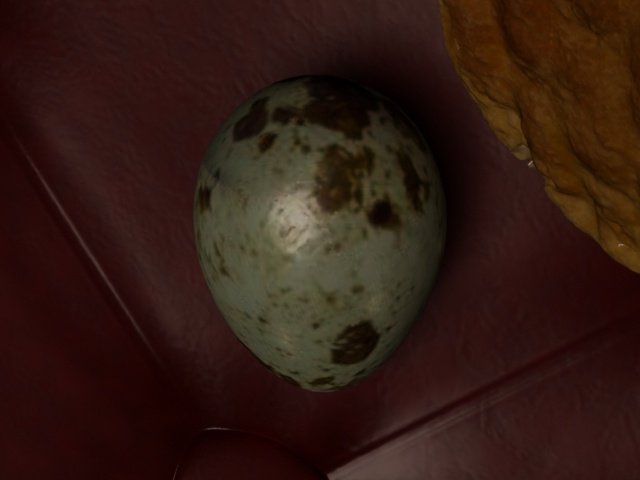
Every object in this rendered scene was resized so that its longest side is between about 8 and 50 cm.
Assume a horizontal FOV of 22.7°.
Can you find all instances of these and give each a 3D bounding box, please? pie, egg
[{"bbox_3d":[0.195,-0.086,0.912,0.339,0.083,0.339,44,161,19],"label":"pie"},{"bbox_3d":[0.000,0.000,1.070,0.169,0.169,0.231,11,122,19],"label":"egg"}]
